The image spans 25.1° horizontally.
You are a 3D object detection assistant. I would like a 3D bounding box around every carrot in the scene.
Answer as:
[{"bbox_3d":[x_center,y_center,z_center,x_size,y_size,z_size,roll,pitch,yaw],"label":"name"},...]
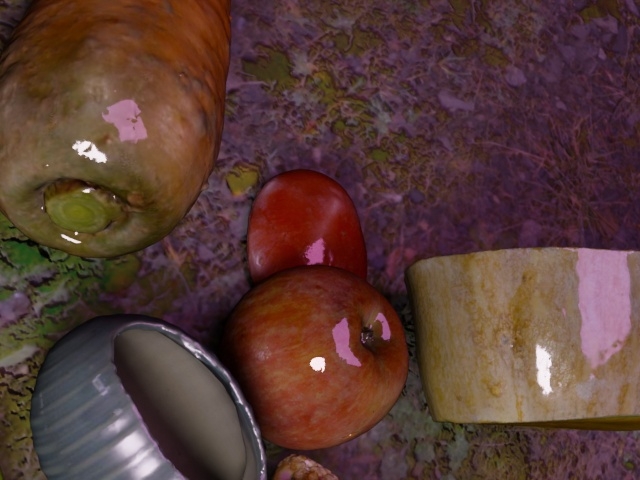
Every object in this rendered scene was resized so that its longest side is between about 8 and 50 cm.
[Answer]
[{"bbox_3d":[-0.197,-0.151,1.371,0.224,0.224,0.341,35,43,-30],"label":"carrot"}]

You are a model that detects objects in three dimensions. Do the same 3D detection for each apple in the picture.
[{"bbox_3d":[-0.004,0.118,1.470,0.188,0.174,0.188,24,55,-40],"label":"apple"}]

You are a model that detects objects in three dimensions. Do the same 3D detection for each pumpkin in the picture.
[{"bbox_3d":[0.256,0.132,1.661,0.332,0.332,0.199,19,69,-41],"label":"pumpkin"}]

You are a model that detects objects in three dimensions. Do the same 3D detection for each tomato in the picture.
[{"bbox_3d":[-0.006,-0.006,1.608,0.166,0.082,0.174,4,69,-46],"label":"tomato"}]

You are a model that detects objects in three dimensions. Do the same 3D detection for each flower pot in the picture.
[{"bbox_3d":[-0.155,0.180,1.285,0.243,0.157,0.189,59,41,-7],"label":"flower pot"}]

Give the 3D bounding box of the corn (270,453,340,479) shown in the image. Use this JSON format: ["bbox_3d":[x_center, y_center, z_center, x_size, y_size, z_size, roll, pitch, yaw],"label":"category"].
[{"bbox_3d":[0.043,0.320,1.481,0.253,0.086,0.086,48,42,-18],"label":"corn"}]

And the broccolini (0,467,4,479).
[{"bbox_3d":[-0.304,0.283,1.140,0.123,0.062,0.271,36,50,-50],"label":"broccolini"}]
